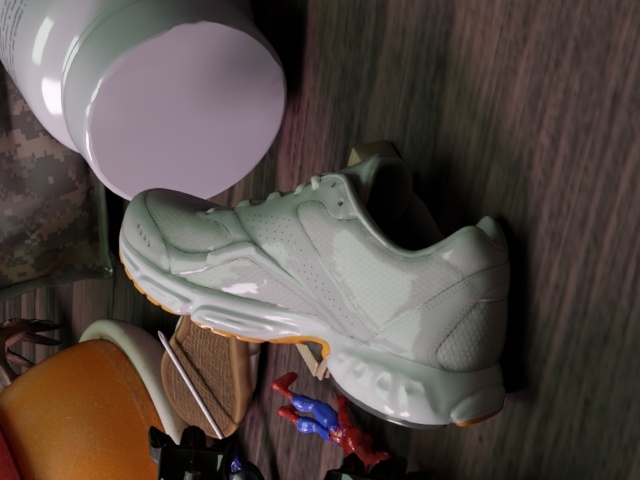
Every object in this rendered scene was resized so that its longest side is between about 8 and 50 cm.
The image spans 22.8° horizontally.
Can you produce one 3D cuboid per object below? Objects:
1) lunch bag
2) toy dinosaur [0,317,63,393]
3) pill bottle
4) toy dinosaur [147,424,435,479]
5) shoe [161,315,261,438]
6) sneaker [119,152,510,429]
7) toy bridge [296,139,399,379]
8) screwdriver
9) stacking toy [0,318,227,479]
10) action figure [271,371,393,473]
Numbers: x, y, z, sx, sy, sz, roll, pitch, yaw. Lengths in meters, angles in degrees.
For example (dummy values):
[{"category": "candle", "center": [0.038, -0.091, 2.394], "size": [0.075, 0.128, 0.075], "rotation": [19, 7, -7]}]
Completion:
[{"category": "lunch bag", "center": [-0.295, -0.125, 1.424], "size": [0.235, 0.169, 0.287], "rotation": [-136, 36, -53]}, {"category": "toy dinosaur", "center": [-0.297, 0.192, 1.642], "size": [0.200, 0.127, 0.295], "rotation": [-130, 24, -61]}, {"category": "pill bottle", "center": [-0.140, -0.153, 1.065], "size": [0.283, 0.160, 0.160], "rotation": [-127, 34, -46]}, {"category": "toy dinosaur", "center": [-0.026, 0.232, 0.913], "size": [0.322, 0.164, 0.218], "rotation": [-151, 67, -78]}, {"category": "shoe", "center": [-0.068, 0.064, 1.143], "size": [0.077, 0.058, 0.219], "rotation": [31, 141, 19]}, {"category": "sneaker", "center": [0.000, 0.000, 0.865], "size": [0.262, 0.099, 0.121], "rotation": [22, 110, 33]}, {"category": "toy bridge", "center": [0.024, 0.024, 0.941], "size": [0.063, 0.026, 0.188], "rotation": [60, 150, 32]}, {"category": "screwdriver", "center": [-0.077, 0.139, 1.150], "size": [0.024, 0.025, 0.170], "rotation": [-20, 110, 36]}, {"category": "stacking toy", "center": [-0.324, 0.271, 1.272], "size": [0.350, 0.480, 0.350], "rotation": [39, 134, 56]}, {"category": "action figure", "center": [0.010, 0.119, 1.012], "size": [0.115, 0.030, 0.038], "rotation": [34, 136, 52]}]
